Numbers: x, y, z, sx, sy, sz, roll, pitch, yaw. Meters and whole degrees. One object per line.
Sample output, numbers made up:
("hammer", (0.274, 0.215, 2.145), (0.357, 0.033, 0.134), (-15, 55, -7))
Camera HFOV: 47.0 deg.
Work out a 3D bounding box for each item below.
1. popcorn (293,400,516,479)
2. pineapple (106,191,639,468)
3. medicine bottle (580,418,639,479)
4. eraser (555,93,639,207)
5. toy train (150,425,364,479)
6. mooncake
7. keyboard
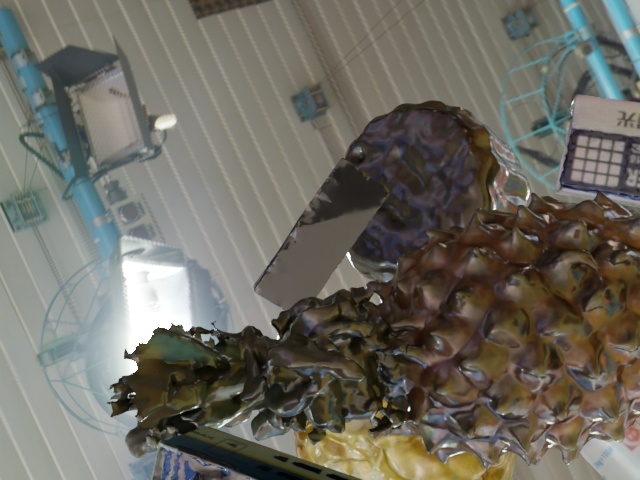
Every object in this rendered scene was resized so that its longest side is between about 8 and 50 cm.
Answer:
("popcorn", (0.134, 0.276, 1.150), (0.344, 0.390, 0.354), (41, -132, 9))
("pineapple", (0.058, 0.071, 0.451), (0.362, 0.175, 0.174), (-12, -94, -9))
("medicine bottle", (0.430, 0.252, 0.972), (0.170, 0.170, 0.293), (-29, -122, -23))
("eraser", (0.454, -0.097, 0.928), (0.287, 0.086, 0.130), (10, -93, 12))
("toy train", (0.034, 0.139, 0.312), (0.234, 0.051, 0.052), (12, -86, 21))
("mooncake", (0.149, -0.056, 1.072), (0.161, 0.291, 0.290), (23, -110, -53))
("keyboard", (0.000, -0.001, 0.890), (0.074, 0.015, 0.196), (32, -79, -12))
